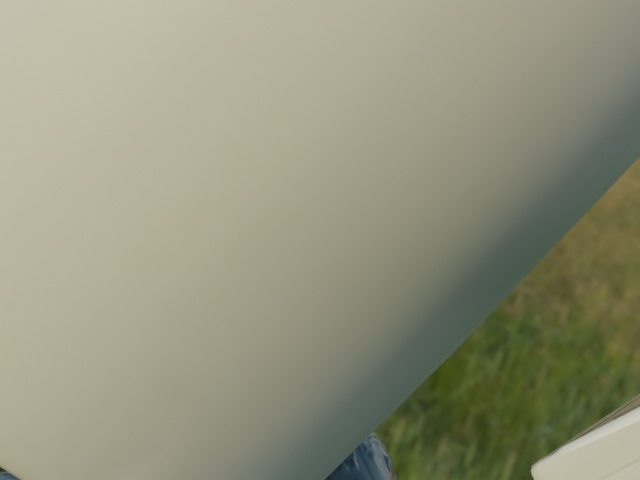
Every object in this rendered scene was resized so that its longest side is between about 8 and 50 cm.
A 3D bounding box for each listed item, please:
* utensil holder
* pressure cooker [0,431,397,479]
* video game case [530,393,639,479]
[{"bbox_3d":[-0.012,-0.109,0.821,0.327,0.385,0.327,38,17,-14],"label":"utensil holder"},{"bbox_3d":[-0.088,0.363,1.433,0.375,0.420,0.370,-9,0,2],"label":"pressure cooker"},{"bbox_3d":[0.194,0.005,0.569,0.025,0.204,0.285,61,25,7],"label":"video game case"}]
